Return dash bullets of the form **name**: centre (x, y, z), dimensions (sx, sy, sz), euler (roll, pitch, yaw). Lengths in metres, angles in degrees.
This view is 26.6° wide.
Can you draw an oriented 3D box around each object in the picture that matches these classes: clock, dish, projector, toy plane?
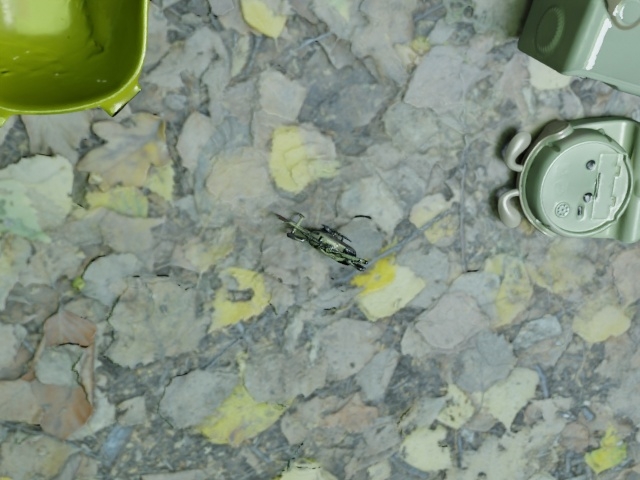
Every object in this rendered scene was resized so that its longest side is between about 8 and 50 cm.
- **clock**: centre (0.309, -0.070, 1.634), dimensions (0.191, 0.062, 0.151), euler (-1, 111, -15)
- **dish**: centre (-0.282, -0.256, 1.367), dimensions (0.221, 0.108, 0.262), euler (-8, 111, -13)
- **projector**: centre (0.347, -0.260, 1.517), dimensions (0.242, 0.163, 0.177), euler (13, 106, -25)
- **toy plane**: centre (0.000, 0.000, 1.582), dimensions (0.121, 0.049, 0.031), euler (30, 100, -6)
